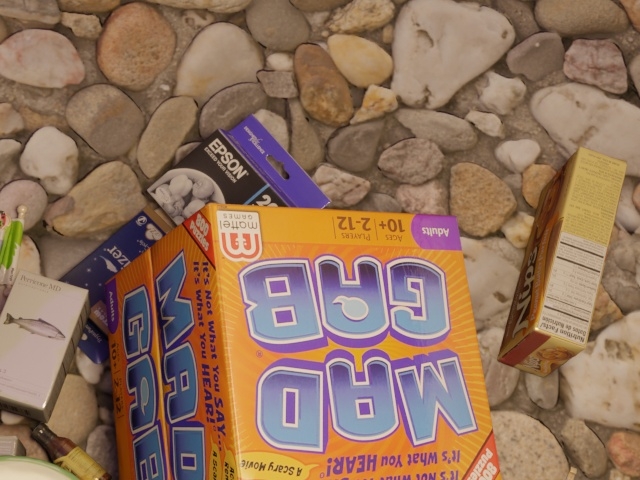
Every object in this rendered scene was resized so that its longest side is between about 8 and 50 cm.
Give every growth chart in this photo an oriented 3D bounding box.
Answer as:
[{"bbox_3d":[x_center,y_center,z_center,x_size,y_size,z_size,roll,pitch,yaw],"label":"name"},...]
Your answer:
[{"bbox_3d":[-0.564,0.026,1.610,0.237,0.021,0.171,1,71,-8],"label":"growth chart"}]

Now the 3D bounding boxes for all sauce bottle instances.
[{"bbox_3d":[-0.355,0.309,1.526,0.128,0.042,0.042,38,69,9],"label":"sauce bottle"}]

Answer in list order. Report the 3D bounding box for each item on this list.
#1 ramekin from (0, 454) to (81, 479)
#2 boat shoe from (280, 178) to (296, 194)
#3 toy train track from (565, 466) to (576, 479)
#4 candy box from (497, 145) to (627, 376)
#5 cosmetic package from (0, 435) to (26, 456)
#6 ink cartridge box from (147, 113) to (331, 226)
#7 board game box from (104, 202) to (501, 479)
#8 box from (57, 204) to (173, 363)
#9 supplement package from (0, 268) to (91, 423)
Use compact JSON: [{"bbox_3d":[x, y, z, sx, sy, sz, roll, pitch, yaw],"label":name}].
[{"bbox_3d":[-0.388,0.403,1.294,0.304,0.148,0.303,8,68,-21],"label":"ramekin"},{"bbox_3d":[0.000,0.000,1.678,0.080,0.076,0.228,-24,75,-17],"label":"boat shoe"},{"bbox_3d":[0.373,0.382,1.627,0.048,0.014,0.083,24,67,0],"label":"toy train track"},{"bbox_3d":[0.374,0.035,1.666,0.088,0.183,0.316,19,68,-1],"label":"candy box"},{"bbox_3d":[-0.458,0.387,1.435,0.107,0.127,0.237,1,71,-9],"label":"cosmetic package"},{"bbox_3d":[-0.126,-0.069,1.659,0.208,0.045,0.206,-41,72,-3],"label":"ink cartridge box"},{"bbox_3d":[-0.039,0.180,1.384,0.356,0.356,0.356,2,72,-31],"label":"board game box"},{"bbox_3d":[-0.298,0.067,1.629,0.136,0.036,0.225,44,71,8],"label":"box"},{"bbox_3d":[-0.402,0.149,1.507,0.105,0.105,0.179,17,68,-3],"label":"supplement package"}]
